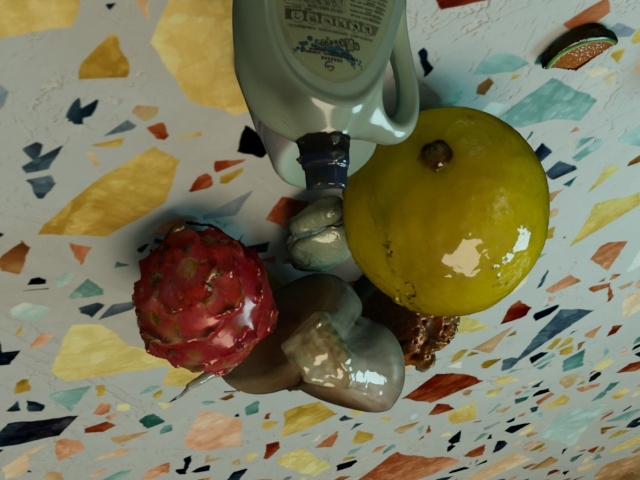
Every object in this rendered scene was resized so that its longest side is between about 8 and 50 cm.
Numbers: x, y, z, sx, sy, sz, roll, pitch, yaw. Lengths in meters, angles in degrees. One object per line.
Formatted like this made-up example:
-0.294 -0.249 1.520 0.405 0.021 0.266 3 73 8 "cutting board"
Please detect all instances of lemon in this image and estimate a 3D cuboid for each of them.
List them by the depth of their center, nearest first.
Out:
0.166 -0.037 1.415 0.297 0.297 0.297 -15 148 -10 "lemon"

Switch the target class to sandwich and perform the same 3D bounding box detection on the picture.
0.345 -0.258 1.424 0.101 0.026 0.069 -34 151 25 "sandwich"
0.128 0.125 1.731 0.109 0.212 0.292 22 148 -28 "sandwich"

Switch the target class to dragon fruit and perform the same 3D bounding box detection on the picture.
-0.163 0.090 1.491 0.210 0.205 0.268 22 165 -3 "dragon fruit"

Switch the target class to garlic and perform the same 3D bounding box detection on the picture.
-0.021 0.195 1.624 0.340 0.246 0.231 -27 108 42 "garlic"

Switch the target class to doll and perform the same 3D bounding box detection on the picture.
0.000 0.000 1.563 0.103 0.072 0.214 -17 158 -8 "doll"

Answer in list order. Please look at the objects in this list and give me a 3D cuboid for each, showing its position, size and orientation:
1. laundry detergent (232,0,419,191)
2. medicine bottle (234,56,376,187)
0.015 -0.185 1.081 0.214 0.281 0.105 3 165 -37 "laundry detergent"
-0.018 -0.161 1.214 0.135 0.169 0.135 -15 147 -10 "medicine bottle"
